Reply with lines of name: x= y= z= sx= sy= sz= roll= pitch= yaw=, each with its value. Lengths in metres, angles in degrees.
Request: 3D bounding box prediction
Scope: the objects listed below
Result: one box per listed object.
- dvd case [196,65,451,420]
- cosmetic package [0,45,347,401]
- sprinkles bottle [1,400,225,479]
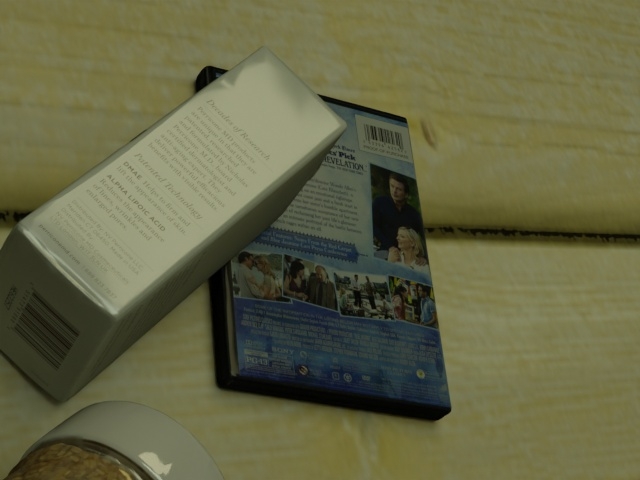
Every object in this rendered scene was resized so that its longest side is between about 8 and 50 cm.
dvd case: x=0.000 y=0.000 z=1.067 sx=0.180 sy=0.022 sz=0.253 roll=12 pitch=56 yaw=-29
cosmetic package: x=-0.096 y=-0.014 z=0.924 sx=0.085 sy=0.117 sz=0.231 roll=43 pitch=50 yaw=3
sprinkles bottle: x=-0.175 y=0.205 z=0.696 sx=0.121 sy=0.121 sz=0.355 roll=49 pitch=35 yaw=1
